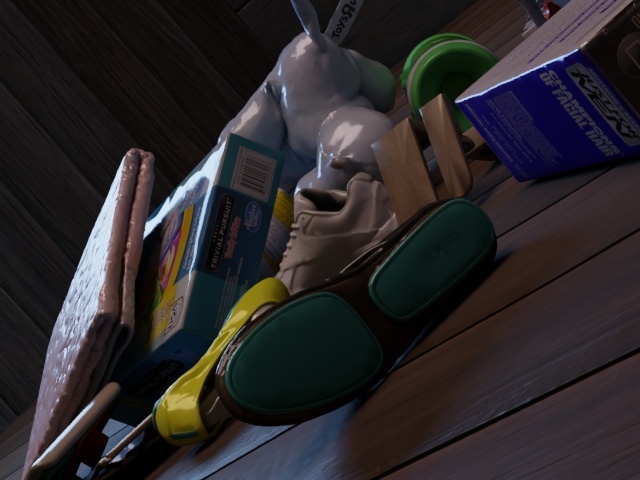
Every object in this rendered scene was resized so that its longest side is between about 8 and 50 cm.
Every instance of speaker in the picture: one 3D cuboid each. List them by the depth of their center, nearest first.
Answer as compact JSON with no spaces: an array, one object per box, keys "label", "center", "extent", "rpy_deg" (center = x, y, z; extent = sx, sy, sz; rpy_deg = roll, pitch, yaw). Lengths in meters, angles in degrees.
[{"label":"speaker","center":[0.170,-0.202,2.157],"extent":[0.131,0.131,0.296],"rpy_deg":[-40,6,7]}]

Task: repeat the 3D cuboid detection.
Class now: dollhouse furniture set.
[{"label":"dollhouse furniture set","center":[0.169,-0.074,1.711],"extent":[0.151,0.123,0.144],"rpy_deg":[3,-28,-43]}]

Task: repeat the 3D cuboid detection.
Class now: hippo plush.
[{"label":"hippo plush","center":[0.044,-0.128,2.044],"extent":[0.234,0.236,0.294],"rpy_deg":[-3,-47,-42]}]

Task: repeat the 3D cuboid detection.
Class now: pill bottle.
[{"label":"pill bottle","center":[-0.071,0.007,2.191],"extent":[0.208,0.117,0.117],"rpy_deg":[-43,6,-24]}]

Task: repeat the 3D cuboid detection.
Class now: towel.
[{"label":"towel","center":[-0.281,0.100,2.054],"extent":[0.317,0.053,0.332],"rpy_deg":[-89,22,-50]}]

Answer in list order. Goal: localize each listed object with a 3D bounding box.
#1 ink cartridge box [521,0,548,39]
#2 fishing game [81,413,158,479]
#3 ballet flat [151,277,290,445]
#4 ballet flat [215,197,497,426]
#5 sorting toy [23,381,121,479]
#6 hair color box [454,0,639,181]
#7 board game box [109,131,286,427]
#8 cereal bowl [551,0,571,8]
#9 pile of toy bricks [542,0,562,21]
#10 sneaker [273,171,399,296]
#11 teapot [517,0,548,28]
[{"label":"ink cartridge box","center":[0.356,-0.330,2.226],"extent":[0.165,0.065,0.333],"rpy_deg":[-40,5,18]},{"label":"fishing game","center":[-0.185,0.213,1.803],"extent":[0.189,0.041,0.264],"rpy_deg":[-41,-3,-14]},{"label":"ballet flat","center":[-0.077,0.123,1.683],"extent":[0.077,0.077,0.231],"rpy_deg":[-4,35,44]},{"label":"ballet flat","center":[0.029,0.068,1.322],"extent":[0.280,0.095,0.096],"rpy_deg":[-32,-8,-25]},{"label":"sorting toy","center":[-0.286,0.268,1.843],"extent":[0.196,0.047,0.348],"rpy_deg":[-59,-5,32]},{"label":"hair color box","center":[0.252,-0.153,1.385],"extent":[0.185,0.110,0.339],"rpy_deg":[-41,4,-10]},{"label":"board game box","center":[-0.166,0.055,1.993],"extent":[0.336,0.079,0.254],"rpy_deg":[-39,34,56]},{"label":"cereal bowl","center":[0.358,-0.342,1.611],"extent":[0.339,0.141,0.339],"rpy_deg":[-35,-29,-23]},{"label":"pile of toy bricks","center":[0.332,-0.305,1.982],"extent":[0.212,0.105,0.118],"rpy_deg":[-42,6,-7]},{"label":"sneaker","center":[0.000,0.000,1.804],"extent":[0.232,0.115,0.090],"rpy_deg":[-37,7,31]},{"label":"teapot","center":[0.285,-0.365,1.817],"extent":[0.256,0.187,0.253],"rpy_deg":[63,-138,-75]}]
